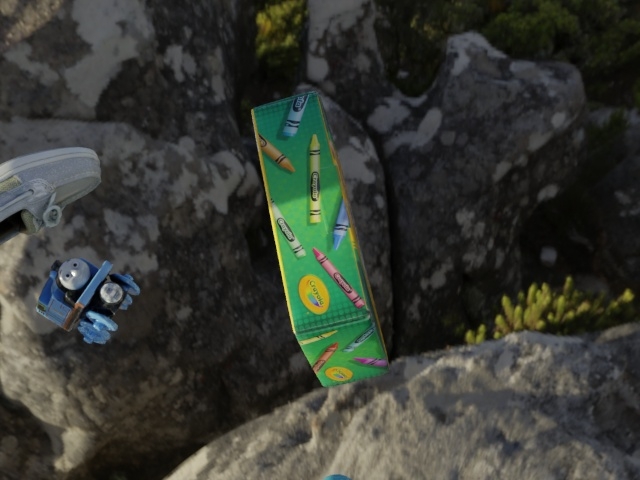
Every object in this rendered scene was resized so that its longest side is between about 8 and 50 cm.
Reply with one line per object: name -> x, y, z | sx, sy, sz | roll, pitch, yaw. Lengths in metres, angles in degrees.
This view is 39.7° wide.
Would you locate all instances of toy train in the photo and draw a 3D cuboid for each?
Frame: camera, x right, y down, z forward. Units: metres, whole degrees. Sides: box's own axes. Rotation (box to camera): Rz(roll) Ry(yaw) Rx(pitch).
toy train -> -0.294, 0.072, 1.107 | 0.105, 0.184, 0.080 | 32, 66, -10

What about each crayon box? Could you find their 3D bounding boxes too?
crayon box -> 0.000, 0.000, 0.968 | 0.081, 0.165, 0.278 | -14, 62, 4

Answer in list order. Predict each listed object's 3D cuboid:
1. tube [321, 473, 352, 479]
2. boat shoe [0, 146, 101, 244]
tube -> 0.009, 0.323, 0.958 | 0.080, 0.207, 0.052 | -4, 101, 7
boat shoe -> -0.409, -0.018, 1.108 | 0.320, 0.118, 0.103 | -30, 82, -31
